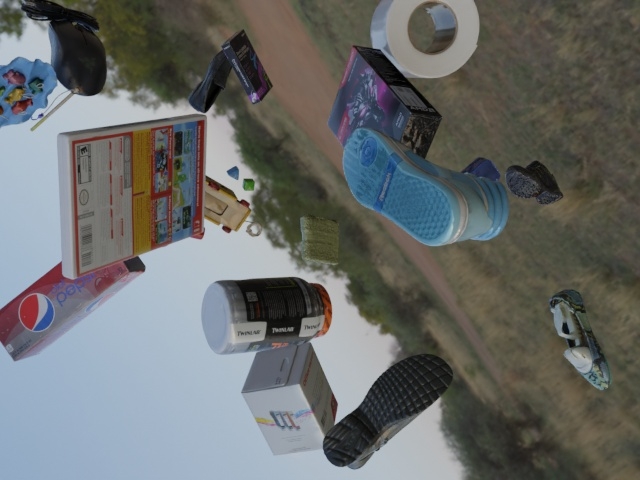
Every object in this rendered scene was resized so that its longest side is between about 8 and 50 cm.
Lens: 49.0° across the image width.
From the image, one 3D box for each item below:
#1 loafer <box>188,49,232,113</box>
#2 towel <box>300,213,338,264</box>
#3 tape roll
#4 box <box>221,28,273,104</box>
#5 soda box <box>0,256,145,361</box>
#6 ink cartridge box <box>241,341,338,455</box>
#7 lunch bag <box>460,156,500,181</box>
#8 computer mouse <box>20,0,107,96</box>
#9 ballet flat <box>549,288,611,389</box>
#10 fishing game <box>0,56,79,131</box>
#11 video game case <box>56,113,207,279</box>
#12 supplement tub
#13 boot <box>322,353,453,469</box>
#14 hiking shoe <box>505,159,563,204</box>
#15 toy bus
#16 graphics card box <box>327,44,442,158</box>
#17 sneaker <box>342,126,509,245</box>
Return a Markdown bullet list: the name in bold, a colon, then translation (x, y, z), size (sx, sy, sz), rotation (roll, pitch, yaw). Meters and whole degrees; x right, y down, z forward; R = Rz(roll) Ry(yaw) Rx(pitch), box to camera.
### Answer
- **loafer**: translation (-0.314, -0.487, 2.138), size (0.078, 0.223, 0.076), rotation (37, -176, 24)
- **towel**: translation (0.000, 0.000, 1.599), size (0.148, 0.027, 0.110), rotation (7, -100, -58)
- **tape roll**: translation (0.264, -0.542, 1.806), size (0.246, 0.246, 0.169), rotation (52, 180, -17)
- **box**: translation (-0.178, -0.429, 1.731), size (0.162, 0.029, 0.116), rotation (60, -154, -23)
- **soda box**: translation (-0.436, 0.093, 1.212), size (0.092, 0.263, 0.083), rotation (54, -174, 5)
- **ink cartridge box**: translation (-0.057, 0.314, 1.399), size (0.128, 0.127, 0.176), rotation (-72, -35, -58)
- **lunch bag**: translation (0.398, -0.165, 1.764), size (0.067, 0.098, 0.065), rotation (53, 178, -19)
- **computer mouse**: translation (-0.551, -0.443, 1.574), size (0.188, 0.072, 0.272), rotation (4, -126, -44)
- **ballet flat**: translation (0.460, 0.180, 1.267), size (0.070, 0.070, 0.188), rotation (50, -157, -64)
- **fishing game**: translation (-0.577, -0.265, 1.312), size (0.041, 0.189, 0.264), rotation (53, -176, 13)
- **video game case**: translation (-0.272, -0.077, 1.058), size (0.025, 0.204, 0.285), rotation (15, -159, 27)
- **supplement tub**: translation (-0.149, 0.208, 1.991), size (0.338, 0.207, 0.207), rotation (-1, -143, -32)
- **boot**: translation (0.115, 0.281, 1.150), size (0.083, 0.246, 0.161), rotation (52, -177, 23)
- **hiking shoe**: translation (0.606, -0.182, 2.032), size (0.226, 0.086, 0.114), rotation (21, -130, -36)
- **toy bus**: translation (-0.269, -0.100, 1.856), size (0.104, 0.190, 0.202), rotation (-126, 26, -57)
- **graphics card box**: translation (0.142, -0.291, 1.707), size (0.094, 0.233, 0.371), rotation (2, -143, -26)
- **sneaker**: translation (0.188, -0.090, 1.212), size (0.208, 0.127, 0.319), rotation (1, -147, -36)
